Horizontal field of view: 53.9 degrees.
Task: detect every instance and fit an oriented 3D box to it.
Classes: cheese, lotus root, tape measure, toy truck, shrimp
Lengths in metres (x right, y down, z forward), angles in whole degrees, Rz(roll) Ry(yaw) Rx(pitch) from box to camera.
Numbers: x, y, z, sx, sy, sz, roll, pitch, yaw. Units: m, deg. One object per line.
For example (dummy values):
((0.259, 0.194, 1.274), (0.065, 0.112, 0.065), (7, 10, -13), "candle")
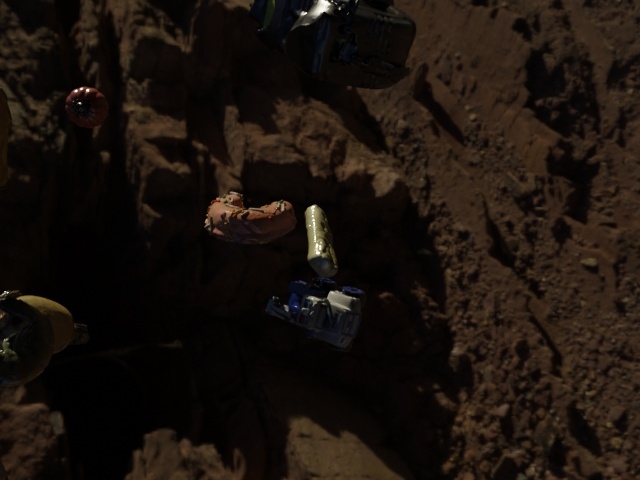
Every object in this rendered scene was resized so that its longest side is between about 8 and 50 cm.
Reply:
((0.000, 0.000, 1.233), (0.043, 0.065, 0.194), (-35, 30, 16), "cheese")
((-0.766, 0.240, 1.721), (0.183, 0.310, 0.182), (-7, 71, 22), "lotus root")
((0.028, -0.272, 0.809), (0.199, 0.186, 0.112), (50, 129, 40), "tape measure")
((-0.009, 0.172, 1.535), (0.213, 0.177, 0.161), (16, 89, 42), "toy truck")
((-0.679, 0.178, 1.251), (0.058, 0.296, 0.169), (-43, 26, 62), "shrimp")

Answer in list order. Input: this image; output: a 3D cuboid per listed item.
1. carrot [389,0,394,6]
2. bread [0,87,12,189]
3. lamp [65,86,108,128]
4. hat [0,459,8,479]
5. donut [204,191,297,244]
((0.117, -0.458, 1.203), (0.061, 0.061, 0.209), (-163, 66, -64), "carrot")
((-0.717, -0.208, 1.339), (0.161, 0.088, 0.233), (-125, 46, -66), "bread")
((-0.608, -0.346, 1.641), (0.092, 0.108, 0.107), (-90, 11, -70), "lamp")
((-0.694, 0.453, 1.167), (0.166, 0.173, 0.144), (-24, 96, 47), "hat")
((-0.184, -0.059, 1.574), (0.233, 0.199, 0.085), (10, 114, 22), "donut")
